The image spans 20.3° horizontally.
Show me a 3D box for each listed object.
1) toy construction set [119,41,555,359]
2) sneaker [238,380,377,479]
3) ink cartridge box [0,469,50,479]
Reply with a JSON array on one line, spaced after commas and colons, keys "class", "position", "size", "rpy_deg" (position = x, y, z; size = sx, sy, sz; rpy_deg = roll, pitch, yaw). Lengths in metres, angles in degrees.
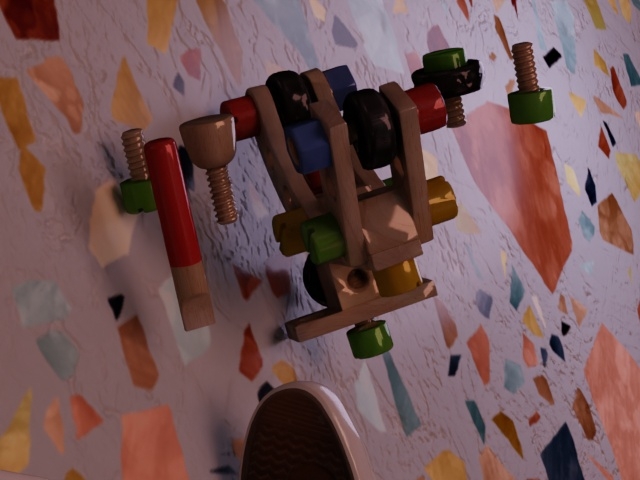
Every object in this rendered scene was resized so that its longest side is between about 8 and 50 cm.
[{"class": "toy construction set", "position": [0.000, 0.000, 1.367], "size": [0.309, 0.257, 0.237], "rpy_deg": [-22, 107, -40]}, {"class": "sneaker", "position": [0.016, 0.235, 1.360], "size": [0.123, 0.106, 0.290], "rpy_deg": [-32, 113, -63]}, {"class": "ink cartridge box", "position": [-0.266, 0.210, 0.877], "size": [0.289, 0.122, 0.211], "rpy_deg": [22, 57, -53]}]
